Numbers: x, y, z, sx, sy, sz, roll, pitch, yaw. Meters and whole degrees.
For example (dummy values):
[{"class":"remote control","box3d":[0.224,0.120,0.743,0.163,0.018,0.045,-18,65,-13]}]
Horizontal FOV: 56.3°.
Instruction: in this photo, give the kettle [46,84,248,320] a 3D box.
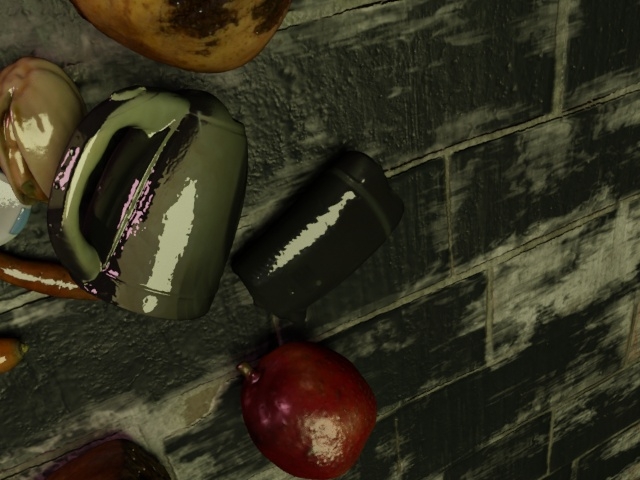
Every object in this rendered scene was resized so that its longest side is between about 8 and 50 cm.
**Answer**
[{"class":"kettle","box3d":[-0.247,-0.075,0.886,0.320,0.228,0.325,8,107,-57]}]

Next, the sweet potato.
[{"class":"sweet potato","box3d":[-0.453,0.057,0.959,0.264,0.057,0.057,18,105,-33]}]

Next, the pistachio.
[{"class":"pistachio","box3d":[-0.391,-0.148,0.844,0.143,0.144,0.215,-12,124,-24]}]

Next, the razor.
[{"class":"razor","box3d":[0.001,0.000,1.148,0.349,0.113,0.204,-45,130,-2]}]

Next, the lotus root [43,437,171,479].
[{"class":"lotus root","box3d":[-0.380,0.542,1.115,0.250,0.316,0.316,-49,128,-9]}]

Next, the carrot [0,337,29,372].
[{"class":"carrot","box3d":[-0.606,0.225,0.963,0.271,0.066,0.062,-26,81,-13]}]

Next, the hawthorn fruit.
[{"class":"hawthorn fruit","box3d":[-0.039,0.331,1.221,0.307,0.265,0.265,42,90,-15]}]

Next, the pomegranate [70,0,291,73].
[{"class":"pomegranate","box3d":[-0.177,-0.368,0.744,0.321,0.322,0.323,-13,120,-23]}]

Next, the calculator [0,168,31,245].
[{"class":"calculator","box3d":[-0.529,-0.068,0.862,0.210,0.039,0.121,26,98,-36]}]
